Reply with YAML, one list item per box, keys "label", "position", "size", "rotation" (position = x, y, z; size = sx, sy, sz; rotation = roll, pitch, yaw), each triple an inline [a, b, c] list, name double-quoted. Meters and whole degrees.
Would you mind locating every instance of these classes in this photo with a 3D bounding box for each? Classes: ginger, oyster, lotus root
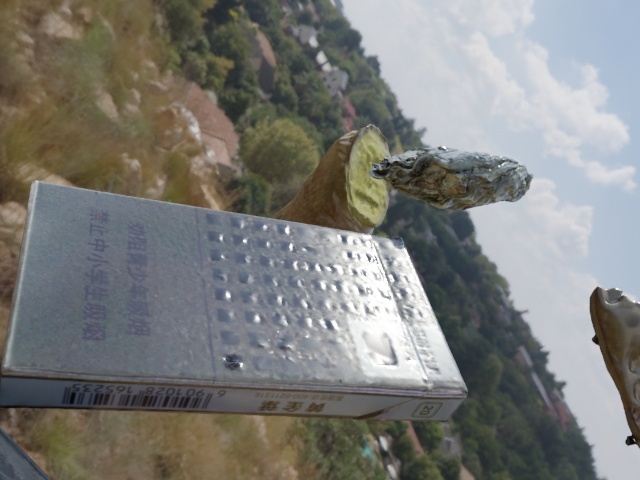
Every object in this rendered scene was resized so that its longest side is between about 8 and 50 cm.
- label: "ginger"
  position: [0.000, 0.000, 0.921]
  size: [0.190, 0.354, 0.126]
  rotation: [34, 5, 39]
- label: "oyster"
  position: [0.143, -0.070, 0.706]
  size: [0.125, 0.177, 0.064]
  rotation: [-59, 154, -69]
- label: "lotus root"
  position: [0.401, 0.165, 0.688]
  size: [0.074, 0.260, 0.170]
  rotation: [60, 49, -68]

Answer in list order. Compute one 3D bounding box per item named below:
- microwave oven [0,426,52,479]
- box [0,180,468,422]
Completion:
- label: "microwave oven"
  position: [-0.257, 0.172, 0.359]
  size: [0.240, 0.145, 0.194]
  rotation: [53, 46, -13]
- label: "box"
  position: [-0.058, 0.049, 0.504]
  size: [0.324, 0.047, 0.180]
  rotation: [9, 39, -24]
